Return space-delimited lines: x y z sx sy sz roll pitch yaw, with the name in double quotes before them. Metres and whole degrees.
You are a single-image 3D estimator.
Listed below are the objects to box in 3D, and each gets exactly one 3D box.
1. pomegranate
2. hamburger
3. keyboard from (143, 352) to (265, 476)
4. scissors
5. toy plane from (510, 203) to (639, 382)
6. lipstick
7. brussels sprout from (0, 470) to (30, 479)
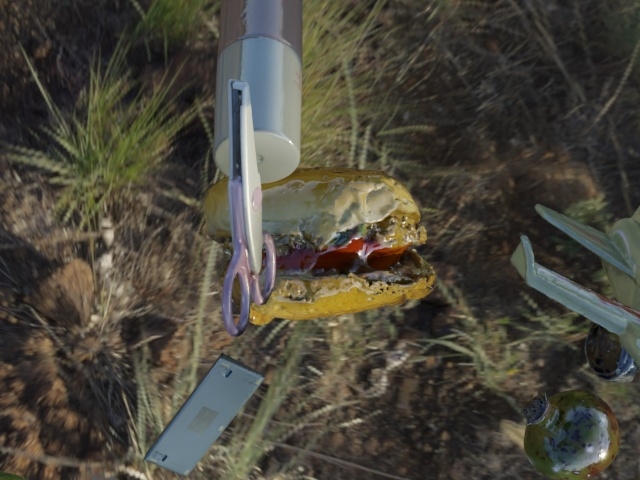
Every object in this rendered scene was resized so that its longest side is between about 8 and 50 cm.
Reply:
"pomegranate" 0.320 0.251 1.484 0.130 0.130 0.130 1 85 -11
"hamburger" 0.000 0.000 1.217 0.244 0.244 0.163 -5 84 -12
"keyboard" -0.127 0.190 1.243 0.055 0.014 0.176 28 121 -15
"scissors" -0.051 -0.023 0.776 0.022 0.085 0.176 8 119 19
"toy plane" 0.219 0.063 0.633 0.241 0.104 0.256 13 37 -30
"lipstick" -0.049 -0.169 0.958 0.070 0.070 0.254 7 56 -10
"brussels sprout" -0.283 0.312 0.937 0.219 0.271 0.210 54 52 -15
